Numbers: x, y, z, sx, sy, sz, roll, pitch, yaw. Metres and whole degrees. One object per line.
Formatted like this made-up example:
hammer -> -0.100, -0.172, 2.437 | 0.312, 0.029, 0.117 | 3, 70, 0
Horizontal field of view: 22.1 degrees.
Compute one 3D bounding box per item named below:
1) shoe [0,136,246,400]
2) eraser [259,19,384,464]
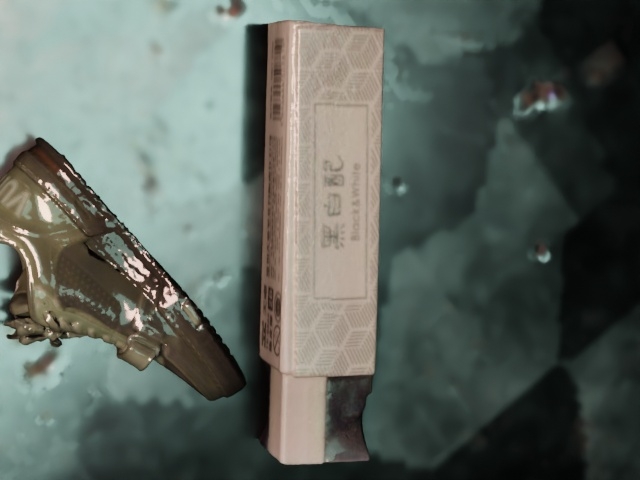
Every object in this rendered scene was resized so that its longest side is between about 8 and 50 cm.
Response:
shoe -> -0.206, 0.060, 1.474 | 0.149, 0.109, 0.293 | -40, 100, -6
eraser -> 0.000, 0.000, 1.526 | 0.096, 0.098, 0.404 | -1, 96, -16
